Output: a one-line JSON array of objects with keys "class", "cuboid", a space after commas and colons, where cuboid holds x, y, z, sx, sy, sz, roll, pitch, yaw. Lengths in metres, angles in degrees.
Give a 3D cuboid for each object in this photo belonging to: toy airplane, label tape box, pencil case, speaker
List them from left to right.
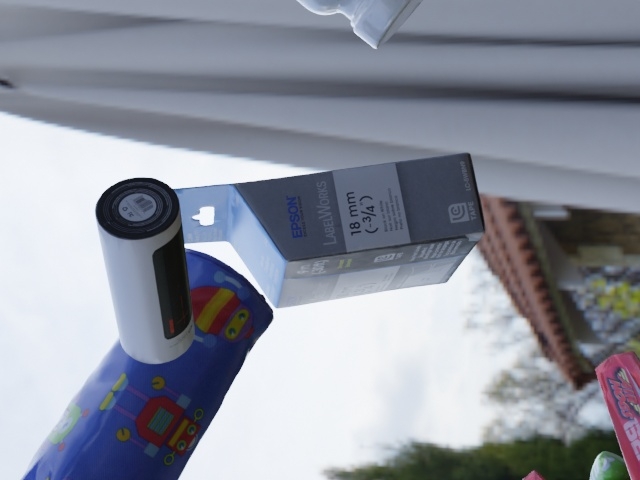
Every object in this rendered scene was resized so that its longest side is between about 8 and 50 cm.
[{"class": "pencil case", "cuboid": [-0.158, 0.149, 1.080, 0.119, 0.133, 0.306, 38, -106, -27]}, {"class": "speaker", "cuboid": [-0.115, 0.023, 0.837, 0.136, 0.055, 0.055, 91, -167, -49]}, {"class": "label tape box", "cuboid": [0.000, 0.000, 1.464, 0.240, 0.333, 0.106, 106, 155, -74]}, {"class": "toy airplane", "cuboid": [0.163, 0.139, 0.648, 0.028, 0.151, 0.151, 1, -90, -63]}]

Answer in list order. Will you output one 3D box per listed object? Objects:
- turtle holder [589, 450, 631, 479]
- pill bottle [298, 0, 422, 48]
[{"class": "turtle holder", "cuboid": [0.234, 0.299, 0.927, 0.243, 0.320, 0.227, 28, -87, -46]}, {"class": "pill bottle", "cuboid": [-0.004, -0.345, 1.346, 0.162, 0.278, 0.162, -50, -1, -1]}]
